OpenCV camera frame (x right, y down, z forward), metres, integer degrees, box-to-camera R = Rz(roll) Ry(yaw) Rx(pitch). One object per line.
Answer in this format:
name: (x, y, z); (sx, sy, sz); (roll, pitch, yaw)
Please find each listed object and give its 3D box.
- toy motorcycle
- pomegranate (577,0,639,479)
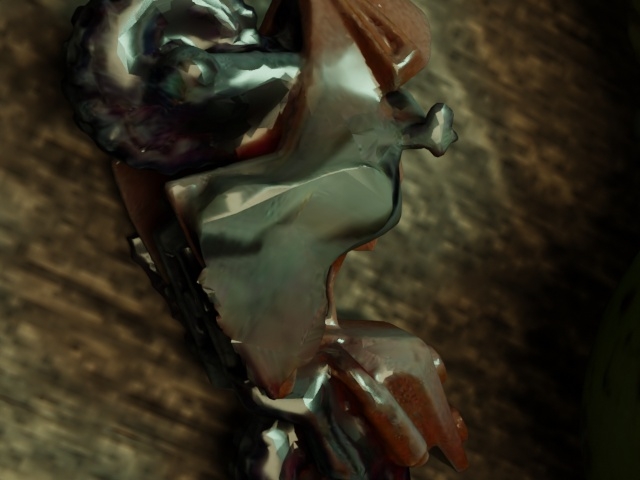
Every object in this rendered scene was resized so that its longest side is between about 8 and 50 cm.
toy motorcycle: (0.000, 0.000, 0.557); (0.118, 0.084, 0.212); (-28, 113, -20)
pomegranate: (0.210, 0.011, 0.575); (0.242, 0.242, 0.305); (5, 80, -24)
